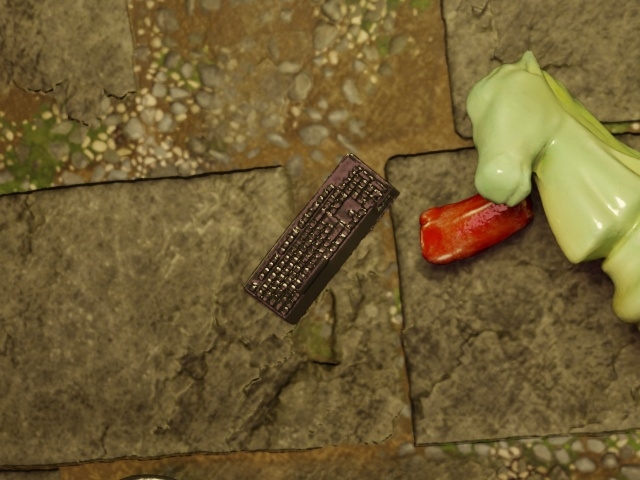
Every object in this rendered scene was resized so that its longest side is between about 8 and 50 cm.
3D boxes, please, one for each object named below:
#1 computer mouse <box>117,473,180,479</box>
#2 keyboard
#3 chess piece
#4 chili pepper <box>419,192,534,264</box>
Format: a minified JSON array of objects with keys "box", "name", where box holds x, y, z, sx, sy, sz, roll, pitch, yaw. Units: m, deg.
[{"box":[-0.144,0.367,1.770,0.264,0.088,0.147,45,91,0],"name":"computer mouse"},{"box":[0.000,0.000,1.692,0.074,0.015,0.196,39,108,1],"name":"keyboard"},{"box":[0.262,-0.055,1.542,0.298,0.176,0.176,38,107,3],"name":"chess piece"},{"box":[0.159,-0.019,1.627,0.123,0.073,0.070,-26,129,19],"name":"chili pepper"}]
